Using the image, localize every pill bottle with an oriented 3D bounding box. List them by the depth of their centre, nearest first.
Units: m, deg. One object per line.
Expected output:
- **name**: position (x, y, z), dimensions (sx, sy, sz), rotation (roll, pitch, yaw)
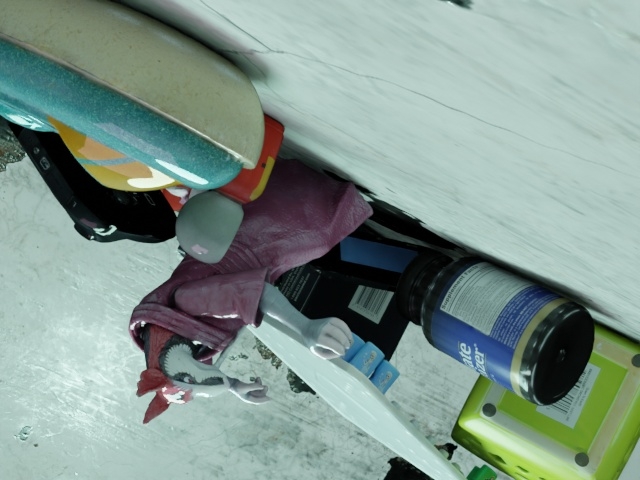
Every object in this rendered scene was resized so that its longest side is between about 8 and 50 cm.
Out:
- **pill bottle**: position (0.196, 0.092, 1.152), dimensions (0.219, 0.123, 0.122), rotation (27, 178, 42)

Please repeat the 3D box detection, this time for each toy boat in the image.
- **toy boat**: position (-0.136, -0.082, 0.819), dimensions (0.267, 0.148, 0.318), rotation (25, 177, 31)

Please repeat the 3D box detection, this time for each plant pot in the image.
- **plant pot**: position (0.312, 0.208, 1.291), dimensions (0.227, 0.228, 0.207), rotation (27, 170, 17)

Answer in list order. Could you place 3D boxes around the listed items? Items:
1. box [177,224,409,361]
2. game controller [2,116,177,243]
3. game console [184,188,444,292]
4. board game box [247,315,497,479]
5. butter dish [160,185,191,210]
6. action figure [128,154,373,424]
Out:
- **box**: position (-0.023, 0.037, 1.662), dimensions (0.294, 0.183, 0.296), rotation (24, 174, 37)
- **game controller**: position (-0.257, -0.125, 0.986), dimensions (0.319, 0.067, 0.166), rotation (54, -158, 16)
- **game console**: position (0.000, 0.000, 1.305), dimensions (0.361, 0.044, 0.213), rotation (13, -140, -8)
- **board game box**: position (0.049, 0.205, 1.398), dimensions (0.390, 0.050, 0.390), rotation (24, 161, 52)
- **butter dish**: position (-0.247, -0.113, 1.709), dimensions (0.118, 0.160, 0.160), rotation (3, -173, -23)
- **action figure**: position (-0.100, 0.031, 1.030), dimensions (0.275, 0.370, 0.248), rotation (43, 132, -4)
